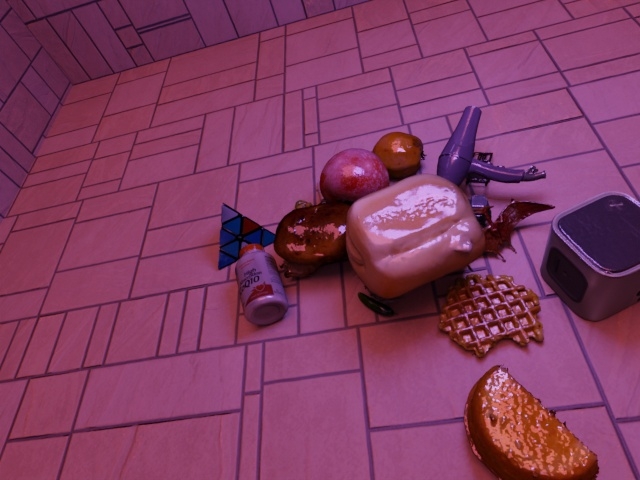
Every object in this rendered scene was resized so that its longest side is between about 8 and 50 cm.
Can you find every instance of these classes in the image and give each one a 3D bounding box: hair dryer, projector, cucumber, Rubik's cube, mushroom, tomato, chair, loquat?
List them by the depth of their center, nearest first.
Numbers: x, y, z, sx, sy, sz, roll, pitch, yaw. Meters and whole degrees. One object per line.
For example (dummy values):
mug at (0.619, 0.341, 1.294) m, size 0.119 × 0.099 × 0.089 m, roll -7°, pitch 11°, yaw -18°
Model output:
projector at (0.812, 0.047, 1.297) m, size 0.248 × 0.249 × 0.248 m, roll -25°, pitch 50°, yaw -3°
cucumber at (0.184, 0.219, 1.509) m, size 0.167 × 0.039 × 0.039 m, roll 27°, pitch 66°, yaw 36°
hair dryer at (0.607, -0.288, 1.575) m, size 0.360 × 0.121 × 0.301 m, roll 20°, pitch 86°, yaw 14°
mushroom at (0.000, 0.000, 1.641) m, size 0.344 × 0.260 × 0.345 m, roll -6°, pitch 23°, yaw 2°
tomato at (0.134, -0.232, 1.717) m, size 0.270 × 0.270 × 0.227 m, roll 7°, pitch 74°, yaw 23°
chair at (0.615, -0.279, 1.733) m, size 0.084 × 0.102 × 0.212 m, roll 8°, pitch 20°, yaw 22°
loquat at (0.316, -0.350, 1.820) m, size 0.234 × 0.176 × 0.188 m, roll 7°, pitch 73°, yaw 26°
Rubik's cube at (-0.310, -0.063, 1.868) m, size 0.249 × 0.285 × 0.234 m, roll -3°, pitch 26°, yaw -15°

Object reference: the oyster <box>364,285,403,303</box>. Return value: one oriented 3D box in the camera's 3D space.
oyster at (0.227, 0.082, 1.534) m, size 0.198 × 0.112 × 0.268 m, roll -21°, pitch 49°, yaw 15°

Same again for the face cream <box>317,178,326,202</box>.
face cream at (0.007, -0.212, 1.899) m, size 0.034 × 0.034 × 0.130 m, roll -16°, pitch 50°, yaw 6°

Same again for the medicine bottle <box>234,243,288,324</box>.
medicine bottle at (-0.221, 0.146, 1.621) m, size 0.156 × 0.157 × 0.289 m, roll -23°, pitch 50°, yaw 1°

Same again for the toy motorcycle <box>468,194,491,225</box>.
toy motorcycle at (0.457, -0.115, 1.578) m, size 0.274 × 0.187 × 0.125 m, roll 2°, pitch 54°, yaw 19°

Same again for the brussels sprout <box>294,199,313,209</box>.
brussels sprout at (-0.064, -0.140, 1.866) m, size 0.083 × 0.046 × 0.051 m, roll 18°, pitch 57°, yaw 18°

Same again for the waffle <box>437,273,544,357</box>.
waffle at (0.518, 0.223, 1.382) m, size 0.300 × 0.058 × 0.282 m, roll 1°, pitch 55°, yaw 18°

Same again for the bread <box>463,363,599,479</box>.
bread at (0.479, 0.488, 1.100) m, size 0.178 × 0.194 × 0.340 m, roll -31°, pitch 53°, yaw -16°

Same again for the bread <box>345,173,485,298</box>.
bread at (0.265, -0.011, 1.388) m, size 0.375 × 0.253 × 0.348 m, roll -24°, pitch 62°, yaw -10°

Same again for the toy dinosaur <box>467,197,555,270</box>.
toy dinosaur at (0.597, -0.029, 1.465) m, size 0.326 × 0.207 × 0.113 m, roll -8°, pitch 6°, yaw -11°
